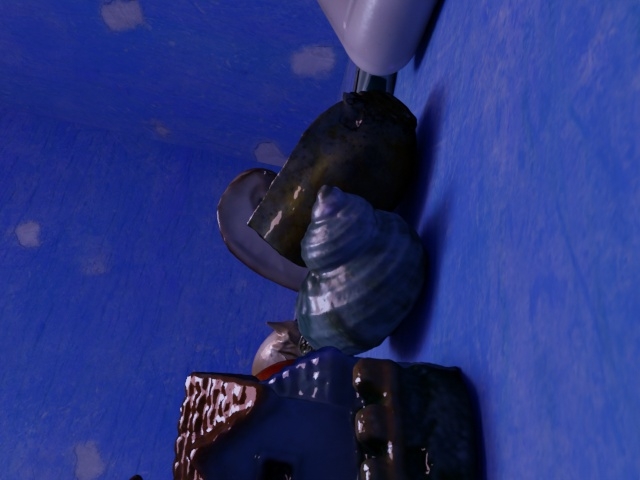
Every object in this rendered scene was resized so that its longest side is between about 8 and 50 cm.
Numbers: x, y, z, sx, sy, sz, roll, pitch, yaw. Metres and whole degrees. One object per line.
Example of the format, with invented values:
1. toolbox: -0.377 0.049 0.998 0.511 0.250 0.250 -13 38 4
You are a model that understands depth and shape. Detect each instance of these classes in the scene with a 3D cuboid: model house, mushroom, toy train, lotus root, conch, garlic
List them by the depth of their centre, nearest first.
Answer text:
1. model house: -0.055 0.236 0.575 0.252 0.329 0.295 108 171 -82
2. conch: 0.049 0.049 0.831 0.220 0.195 0.277 -74 -33 -50
3. lotus root: 0.061 -0.092 0.980 0.260 0.149 0.267 -53 -15 18
4. mushroom: -0.040 -0.011 1.353 0.397 0.313 0.224 -56 -19 -87
5. garlic: -0.080 0.352 1.384 0.313 0.249 0.286 -57 -7 13
6. toy train: 0.131 -0.403 1.436 0.088 0.086 0.407 125 156 -65

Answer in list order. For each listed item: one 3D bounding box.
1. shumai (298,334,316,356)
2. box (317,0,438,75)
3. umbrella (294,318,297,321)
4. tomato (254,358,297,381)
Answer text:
1. shumai: 0.025 0.205 1.274 0.123 0.087 0.099 -33 -44 -27
2. box: 0.091 -0.493 1.133 0.289 0.141 0.349 113 141 -50
3. umbrella: -0.030 0.227 1.710 0.358 0.106 0.113 108 176 -55
4. tomato: -0.025 0.263 0.900 0.208 0.208 0.185 -103 29 -79
